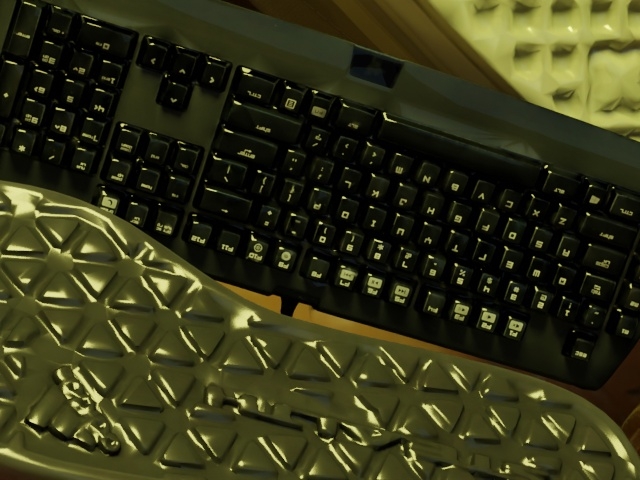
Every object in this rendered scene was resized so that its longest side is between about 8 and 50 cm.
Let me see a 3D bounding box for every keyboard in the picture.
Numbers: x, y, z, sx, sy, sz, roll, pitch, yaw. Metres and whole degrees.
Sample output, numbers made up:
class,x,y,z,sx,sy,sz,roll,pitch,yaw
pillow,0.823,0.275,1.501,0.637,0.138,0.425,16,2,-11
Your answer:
class,x,y,z,sx,sy,sz,roll,pitch,yaw
keyboard,0.000,0.000,0.433,0.192,0.038,0.100,17,107,-9

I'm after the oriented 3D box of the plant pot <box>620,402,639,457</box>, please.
class,x,y,z,sx,sy,sz,roll,pitch,yaw
plant pot,0.225,0.073,0.508,0.254,0.237,0.237,-12,78,-23

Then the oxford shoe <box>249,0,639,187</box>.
class,x,y,z,sx,sy,sz,roll,pitch,yaw
oxford shoe,-0.030,-0.181,0.474,0.169,0.130,0.449,-46,106,-11

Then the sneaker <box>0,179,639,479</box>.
class,x,y,z,sx,sy,sz,roll,pitch,yaw
sneaker,-0.032,0.066,0.404,0.235,0.097,0.084,22,43,-5
